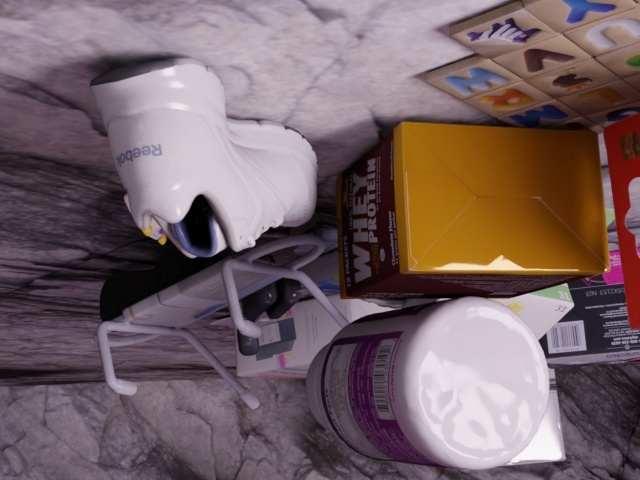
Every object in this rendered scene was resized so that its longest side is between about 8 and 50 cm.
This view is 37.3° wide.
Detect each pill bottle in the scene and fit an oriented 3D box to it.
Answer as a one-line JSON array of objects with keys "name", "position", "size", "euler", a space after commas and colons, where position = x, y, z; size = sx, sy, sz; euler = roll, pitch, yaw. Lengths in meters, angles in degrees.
[{"name": "pill bottle", "position": [0.097, 0.158, 1.036], "size": [0.169, 0.169, 0.301], "euler": [2, 171, -23]}]

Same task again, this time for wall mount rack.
[{"name": "wall mount rack", "position": [-0.105, 0.121, 1.215], "size": [0.350, 0.130, 0.304], "euler": [-26, 159, 25]}]

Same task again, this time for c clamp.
[{"name": "c clamp", "position": [-0.071, -0.014, 1.104], "size": [0.161, 0.022, 0.137], "euler": [4, 161, -25]}]

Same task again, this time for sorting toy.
[{"name": "sorting toy", "position": [-0.150, -0.034, 0.989], "size": [0.075, 0.045, 0.083], "euler": [-26, 163, 7]}]

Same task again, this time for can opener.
[{"name": "can opener", "position": [-0.089, 0.128, 1.542], "size": [0.076, 0.095, 0.283], "euler": [-1, 167, -14]}]

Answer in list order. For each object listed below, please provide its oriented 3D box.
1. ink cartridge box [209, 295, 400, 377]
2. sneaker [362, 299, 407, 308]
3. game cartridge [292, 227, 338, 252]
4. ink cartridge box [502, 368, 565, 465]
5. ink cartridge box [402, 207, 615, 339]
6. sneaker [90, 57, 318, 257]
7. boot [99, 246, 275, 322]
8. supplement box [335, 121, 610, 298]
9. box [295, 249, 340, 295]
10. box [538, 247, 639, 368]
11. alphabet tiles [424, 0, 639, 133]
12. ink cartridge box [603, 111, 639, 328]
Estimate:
[{"name": "ink cartridge box", "position": [-0.016, 0.185, 1.749], "size": [0.353, 0.119, 0.207], "euler": [-15, 163, 38]}, {"name": "sneaker", "position": [0.165, 0.010, 1.182], "size": [0.275, 0.107, 0.110], "euler": [-10, 149, 2]}, {"name": "game cartridge", "position": [0.000, 0.000, 1.208], "size": [0.056, 0.017, 0.083], "euler": [0, 166, -30]}, {"name": "ink cartridge box", "position": [0.348, 0.257, 1.751], "size": [0.129, 0.307, 0.223], "euler": [-3, 167, -2]}, {"name": "ink cartridge box", "position": [0.225, 0.042, 1.116], "size": [0.171, 0.056, 0.235], "euler": [12, 138, -22]}, {"name": "sneaker", "position": [-0.084, -0.041, 0.769], "size": [0.111, 0.129, 0.297], "euler": [-12, 166, 22]}, {"name": "boot", "position": [-0.185, 0.075, 1.319], "size": [0.161, 0.083, 0.246], "euler": [8, 157, -45]}, {"name": "supplement box", "position": [0.133, -0.019, 0.897], "size": [0.191, 0.129, 0.194], "euler": [1, 169, -15]}, {"name": "box", "position": [0.055, 0.041, 1.334], "size": [0.109, 0.042, 0.178], "euler": [7, 163, -36]}, {"name": "box", "position": [0.462, 0.109, 1.475], "size": [0.247, 0.163, 0.142], "euler": [-9, 164, 20]}, {"name": "alphabet tiles", "position": [0.259, -0.135, 0.728], "size": [0.285, 0.011, 0.342], "euler": [-14, 163, 36]}, {"name": "ink cartridge box", "position": [0.298, -0.039, 0.711], "size": [0.066, 0.189, 0.232], "euler": [7, 164, -36]}]
